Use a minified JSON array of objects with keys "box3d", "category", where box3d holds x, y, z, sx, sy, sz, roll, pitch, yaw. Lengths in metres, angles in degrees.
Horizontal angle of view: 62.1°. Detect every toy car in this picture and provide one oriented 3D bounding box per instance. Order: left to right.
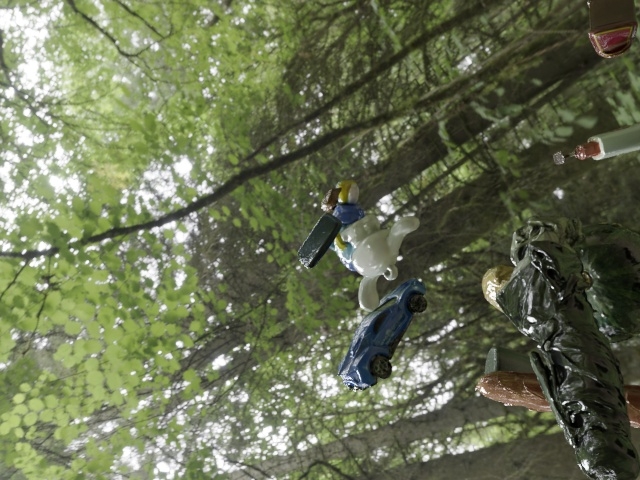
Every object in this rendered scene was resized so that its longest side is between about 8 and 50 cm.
[{"box3d":[0.099,0.145,0.865,0.063,0.103,0.216,37,-113,-8],"category":"toy car"}]

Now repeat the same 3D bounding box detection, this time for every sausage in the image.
[{"box3d":[0.517,0.319,1.086,0.088,0.433,0.087,6,-98,-50],"category":"sausage"}]

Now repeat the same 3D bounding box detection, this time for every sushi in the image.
[{"box3d":[0.034,-0.121,1.653,0.047,0.099,0.050,20,-137,-21],"category":"sushi"}]

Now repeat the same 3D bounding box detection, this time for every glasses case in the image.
[{"box3d":[0.000,0.000,0.741,0.023,0.083,0.033,7,-147,-53],"category":"glasses case"}]

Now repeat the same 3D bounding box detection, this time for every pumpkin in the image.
[{"box3d":[0.451,0.069,0.851,0.146,0.190,0.190,-13,-105,-38],"category":"pumpkin"}]

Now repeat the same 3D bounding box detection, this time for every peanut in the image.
[{"box3d":[0.527,0.148,1.384,0.233,0.197,0.110,28,-102,-14],"category":"peanut"}]

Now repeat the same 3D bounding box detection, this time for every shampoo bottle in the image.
[{"box3d":[0.772,-0.258,1.412,0.153,0.284,0.071,-28,-77,-67],"category":"shampoo bottle"}]

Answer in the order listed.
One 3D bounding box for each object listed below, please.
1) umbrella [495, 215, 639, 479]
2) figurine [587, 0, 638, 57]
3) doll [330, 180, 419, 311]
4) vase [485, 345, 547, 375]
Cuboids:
[{"box3d":[0.282,0.103,0.625,0.106,0.113,0.357,10,-139,1],"category":"umbrella"},{"box3d":[0.581,-0.413,1.058,0.098,0.082,0.154,54,-137,-47],"category":"figurine"},{"box3d":[0.144,-0.006,1.777,0.187,0.376,0.365,7,-146,-51],"category":"doll"},{"box3d":[0.789,0.500,1.972,0.321,0.173,0.173,8,-131,5],"category":"vase"}]
